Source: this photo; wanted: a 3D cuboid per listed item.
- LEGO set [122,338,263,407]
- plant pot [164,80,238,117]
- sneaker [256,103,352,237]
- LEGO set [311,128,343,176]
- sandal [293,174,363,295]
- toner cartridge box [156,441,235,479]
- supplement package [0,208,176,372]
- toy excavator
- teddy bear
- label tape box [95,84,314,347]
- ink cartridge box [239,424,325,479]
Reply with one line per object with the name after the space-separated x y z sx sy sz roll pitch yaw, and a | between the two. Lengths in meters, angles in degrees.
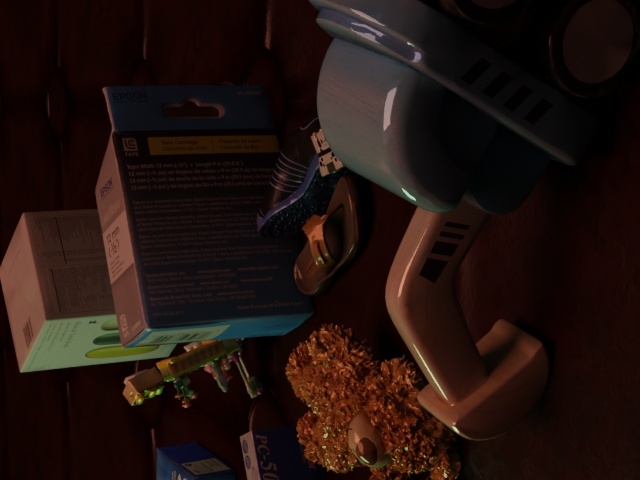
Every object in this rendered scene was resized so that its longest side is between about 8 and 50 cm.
-0.159 0.196 2.050 0.132 0.287 0.107 -23 92 22 | LEGO set
-0.210 -0.156 2.147 0.167 0.165 0.167 9 101 63 | plant pot
-0.022 -0.091 1.889 0.232 0.081 0.090 -47 49 46 | sneaker
0.068 -0.154 1.685 0.227 0.087 0.093 -23 88 61 | LEGO set
0.000 0.000 1.868 0.219 0.060 0.090 -54 47 51 | sandal
-0.203 0.516 2.308 0.165 0.075 0.347 19 110 62 | toner cartridge box
-0.366 0.078 2.368 0.199 0.263 0.198 -52 48 52 | supplement package
0.124 -0.065 1.405 0.445 0.433 0.222 -59 34 3 | toy excavator
0.039 0.221 1.765 0.338 0.113 0.245 33 124 58 | teddy bear
-0.171 -0.037 1.989 0.115 0.249 0.347 -41 57 57 | label tape box
-0.040 0.358 1.948 0.046 0.097 0.207 -38 60 58 | ink cartridge box
